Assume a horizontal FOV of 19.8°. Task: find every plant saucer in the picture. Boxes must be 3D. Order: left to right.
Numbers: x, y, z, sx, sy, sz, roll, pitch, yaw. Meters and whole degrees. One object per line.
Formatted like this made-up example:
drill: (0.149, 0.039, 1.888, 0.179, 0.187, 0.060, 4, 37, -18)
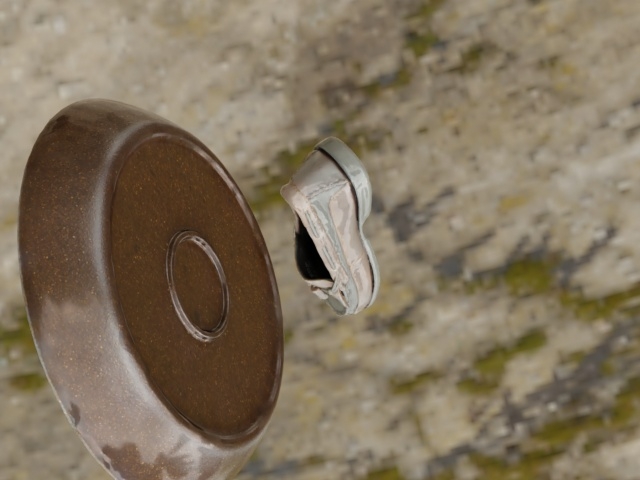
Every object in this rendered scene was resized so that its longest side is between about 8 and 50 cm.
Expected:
plant saucer: (-0.058, 0.021, 0.728, 0.029, 0.168, 0.168, -15, 156, 24)

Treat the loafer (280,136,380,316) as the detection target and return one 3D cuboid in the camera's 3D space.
loafer: (0.000, 0.000, 0.857, 0.039, 0.045, 0.125, -36, 151, -19)
